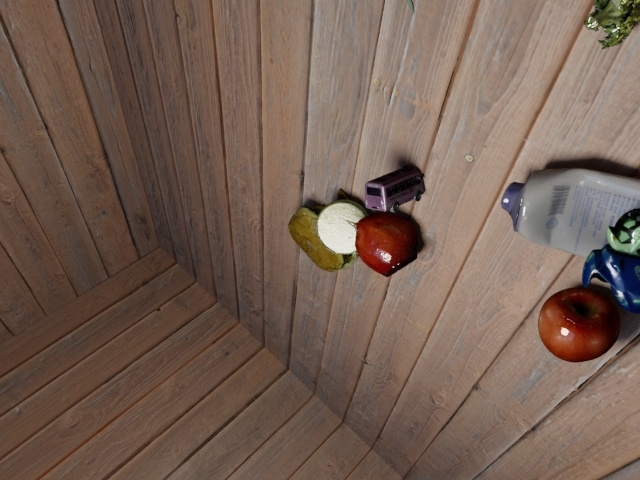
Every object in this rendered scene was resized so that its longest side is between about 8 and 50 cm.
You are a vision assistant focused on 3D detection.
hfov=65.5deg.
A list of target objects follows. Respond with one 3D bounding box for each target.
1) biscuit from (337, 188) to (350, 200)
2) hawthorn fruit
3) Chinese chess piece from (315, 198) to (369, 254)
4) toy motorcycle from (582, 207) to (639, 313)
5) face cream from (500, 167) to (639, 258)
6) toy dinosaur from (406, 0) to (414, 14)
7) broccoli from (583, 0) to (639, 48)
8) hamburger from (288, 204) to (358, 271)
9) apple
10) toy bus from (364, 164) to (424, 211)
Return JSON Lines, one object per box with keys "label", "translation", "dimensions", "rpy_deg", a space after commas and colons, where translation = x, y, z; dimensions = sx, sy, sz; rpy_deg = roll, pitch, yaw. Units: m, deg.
{"label": "biscuit", "translation": [0.082, -0.137, 1.727], "dimensions": [0.082, 0.016, 0.092], "rpy_deg": [6, 126, 57]}
{"label": "hawthorn fruit", "translation": [0.189, 0.003, 1.556], "dimensions": [0.251, 0.189, 0.189], "rpy_deg": [31, 144, 17]}
{"label": "Chinese chess piece", "translation": [0.079, -0.045, 1.680], "dimensions": [0.189, 0.083, 0.188], "rpy_deg": [2, 100, 11]}
{"label": "toy motorcycle", "translation": [0.657, 0.100, 0.990], "dimensions": [0.196, 0.125, 0.331], "rpy_deg": [-32, 93, 33]}
{"label": "face cream", "translation": [0.598, -0.042, 1.052], "dimensions": [0.421, 0.137, 0.234], "rpy_deg": [20, 135, 31]}
{"label": "toy dinosaur", "translation": [0.090, -0.637, 1.128], "dimensions": [0.393, 0.092, 0.205], "rpy_deg": [44, 149, 12]}
{"label": "broccoli", "translation": [0.494, -0.388, 0.842], "dimensions": [0.095, 0.092, 0.097], "rpy_deg": [59, 170, 14]}
{"label": "hamburger", "translation": [0.001, 0.000, 1.864], "dimensions": [0.284, 0.134, 0.265], "rpy_deg": [51, 148, 7]}
{"label": "apple", "translation": [0.616, 0.206, 1.197], "dimensions": [0.181, 0.181, 0.168], "rpy_deg": [27, 139, 37]}
{"label": "toy bus", "translation": [0.209, -0.145, 1.396], "dimensions": [0.087, 0.178, 0.098], "rpy_deg": [14, 120, 47]}
